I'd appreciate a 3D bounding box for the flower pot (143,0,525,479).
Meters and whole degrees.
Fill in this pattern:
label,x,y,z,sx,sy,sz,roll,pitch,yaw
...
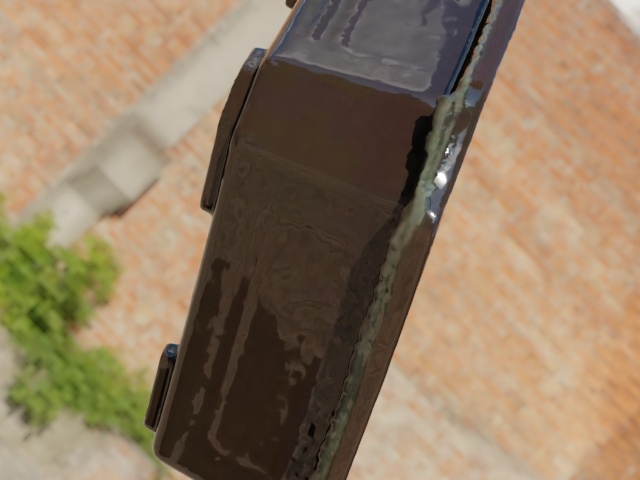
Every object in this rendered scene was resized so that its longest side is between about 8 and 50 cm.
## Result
label,x,y,z,sx,sy,sz,roll,pitch,yaw
flower pot,0.000,0.000,0.705,0.084,0.251,0.179,21,39,3
